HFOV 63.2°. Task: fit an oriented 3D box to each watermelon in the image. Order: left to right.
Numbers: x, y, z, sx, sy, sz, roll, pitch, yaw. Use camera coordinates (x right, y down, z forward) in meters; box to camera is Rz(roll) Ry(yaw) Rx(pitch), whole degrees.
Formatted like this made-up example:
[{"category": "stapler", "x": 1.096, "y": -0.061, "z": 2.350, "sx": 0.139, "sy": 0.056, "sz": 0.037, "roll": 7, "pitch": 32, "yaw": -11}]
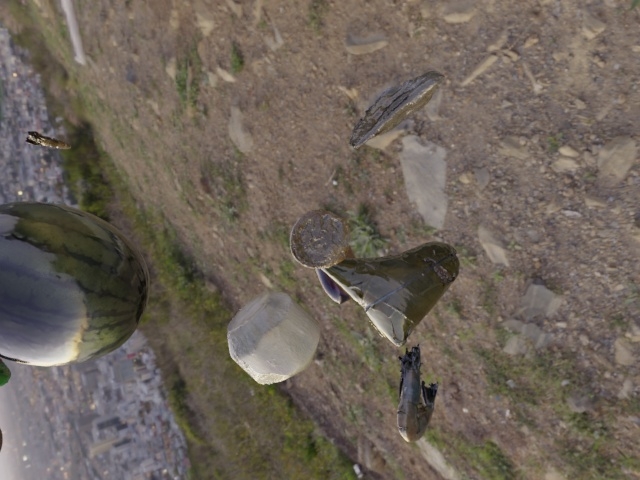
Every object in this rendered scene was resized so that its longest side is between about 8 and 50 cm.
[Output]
[{"category": "watermelon", "x": -0.484, "y": 0.071, "z": 0.909, "sx": 0.279, "sy": 0.360, "sz": 0.278, "roll": -159, "pitch": 90, "yaw": -90}]

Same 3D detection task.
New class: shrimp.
[{"category": "shrimp", "x": -0.956, "y": -0.341, "z": 1.765, "sx": 0.148, "sy": 0.195, "sz": 0.035, "roll": 12, "pitch": 89, "yaw": 15}, {"category": "shrimp", "x": 0.310, "y": 0.478, "z": 1.619, "sx": 0.075, "sy": 0.178, "sz": 0.289, "roll": -18, "pitch": 55, "yaw": 39}]

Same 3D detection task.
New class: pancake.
[{"category": "pancake", "x": 0.000, "y": 0.000, "z": 1.235, "sx": 0.025, "sy": 0.152, "sz": 0.151, "roll": -157, "pitch": 60, "yaw": -76}]

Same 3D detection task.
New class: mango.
[{"category": "mango", "x": 0.062, "y": 0.100, "z": 1.957, "sx": 0.153, "sy": 0.201, "sz": 0.287, "roll": -33, "pitch": 56, "yaw": 15}]

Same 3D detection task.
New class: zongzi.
[{"category": "zongzi", "x": 0.222, "y": 0.075, "z": 1.631, "sx": 0.393, "sy": 0.356, "sz": 0.174, "roll": 45, "pitch": 169, "yaw": -8}]

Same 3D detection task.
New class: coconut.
[{"category": "coconut", "x": -0.126, "y": 0.281, "z": 1.470, "sx": 0.247, "sy": 0.245, "sz": 0.245, "roll": 48, "pitch": 149, "yaw": -17}]

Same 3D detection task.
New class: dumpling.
[{"category": "dumpling", "x": 0.226, "y": -0.394, "z": 1.572, "sx": 0.332, "sy": 0.086, "sz": 0.166, "roll": -34, "pitch": 28, "yaw": 16}]

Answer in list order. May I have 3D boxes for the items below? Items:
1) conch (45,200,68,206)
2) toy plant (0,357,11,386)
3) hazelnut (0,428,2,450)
[{"category": "conch", "x": -0.691, "y": -0.065, "z": 1.357, "sx": 0.085, "sy": 0.076, "sz": 0.056, "roll": 100, "pitch": 175, "yaw": -45}, {"category": "toy plant", "x": -0.657, "y": 0.225, "z": 0.977, "sx": 0.155, "sy": 0.088, "sz": 0.240, "roll": 37, "pitch": 165, "yaw": -16}, {"category": "hazelnut", "x": -0.844, "y": 0.487, "z": 1.202, "sx": 0.181, "sy": 0.181, "sz": 0.212, "roll": 55, "pitch": 158, "yaw": -17}]
